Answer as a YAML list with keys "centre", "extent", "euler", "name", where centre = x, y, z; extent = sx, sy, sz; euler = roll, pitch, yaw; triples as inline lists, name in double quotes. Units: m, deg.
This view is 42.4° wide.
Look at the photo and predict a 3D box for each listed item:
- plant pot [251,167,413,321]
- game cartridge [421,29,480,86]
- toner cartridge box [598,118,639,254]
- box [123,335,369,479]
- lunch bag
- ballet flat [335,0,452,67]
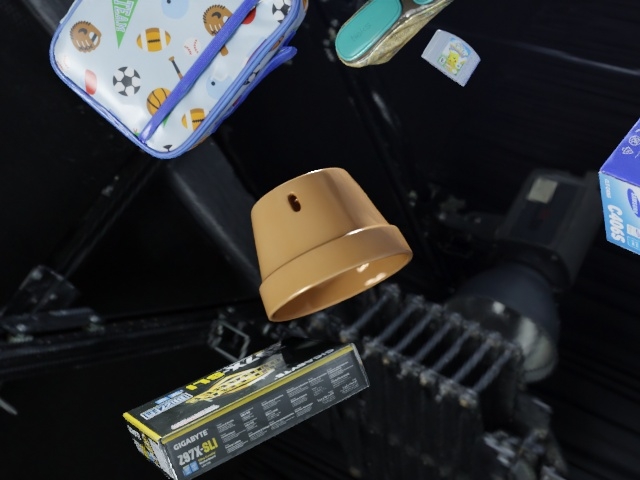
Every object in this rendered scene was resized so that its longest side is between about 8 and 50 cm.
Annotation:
- centre: [0.000, 0.000, 1.537]
  extent: [0.290, 0.203, 0.291]
  euler: [-23, -14, -6]
  name: "plant pot"
- centre: [0.200, -0.279, 1.249]
  extent: [0.083, 0.017, 0.056]
  euler: [30, -88, -19]
  name: "game cartridge"
- centre: [0.521, -0.156, 1.152]
  extent: [0.348, 0.075, 0.165]
  euler: [-49, -39, -14]
  name: "toner cartridge box"
- centre: [-0.122, 0.249, 1.282]
  extent: [0.322, 0.257, 0.079]
  euler: [-23, -86, -23]
  name: "box"
- centre: [-0.167, -0.266, 1.032]
  extent: [0.303, 0.243, 0.115]
  euler: [-48, 1, 13]
  name: "lunch bag"
- centre: [0.171, -0.432, 1.473]
  extent: [0.348, 0.123, 0.123]
  euler: [-37, -17, 34]
  name: "ballet flat"
